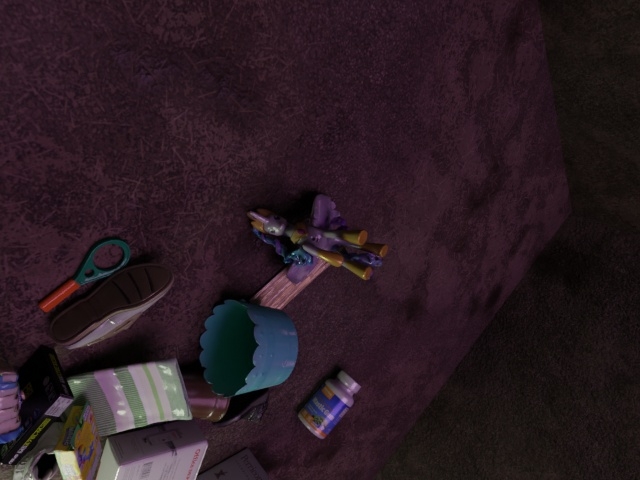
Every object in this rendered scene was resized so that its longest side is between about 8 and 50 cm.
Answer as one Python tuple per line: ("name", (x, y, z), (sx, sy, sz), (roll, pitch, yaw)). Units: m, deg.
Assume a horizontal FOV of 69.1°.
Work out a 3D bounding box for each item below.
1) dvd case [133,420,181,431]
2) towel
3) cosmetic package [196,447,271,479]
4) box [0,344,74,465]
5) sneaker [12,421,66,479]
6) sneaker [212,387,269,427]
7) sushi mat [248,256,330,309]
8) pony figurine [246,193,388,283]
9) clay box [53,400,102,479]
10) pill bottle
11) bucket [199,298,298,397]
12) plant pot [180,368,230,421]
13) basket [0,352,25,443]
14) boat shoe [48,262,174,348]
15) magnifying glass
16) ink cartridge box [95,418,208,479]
("dvd case", (-0.514, 0.608, 1.491), (0.164, 0.018, 0.222), (-16, 126, -36))
("towel", (-0.525, 0.427, 1.236), (0.324, 0.038, 0.248), (-8, 125, -7))
("cosmetic package", (-0.360, 1.081, 1.730), (0.393, 0.329, 0.328), (-17, 127, -37))
("box", (-0.662, 0.368, 1.054), (0.191, 0.184, 0.045), (-49, 142, -5))
("sneaker", (-0.720, 0.582, 1.181), (0.090, 0.115, 0.232), (28, 100, -27))
("sneaker", (-0.280, 0.626, 1.679), (0.227, 0.087, 0.131), (-25, 126, -37))
("sushi mat", (-0.096, 0.138, 1.572), (0.316, 0.019, 0.151), (-42, 137, -15))
("pony figurine", (0.000, 0.000, 1.359), (0.351, 0.363, 0.303), (25, 83, -62))
("clay box", (-0.613, 0.524, 1.179), (0.053, 0.127, 0.222), (2, 122, -7))
("pill bottle", (0.045, 0.693, 1.991), (0.272, 0.152, 0.152), (-48, 140, -8))
("bucket", (-0.214, 0.319, 1.395), (0.183, 0.281, 0.281), (13, 107, -46))
("plant pot", (-0.388, 0.468, 1.417), (0.165, 0.167, 0.167), (17, 105, -41))
("basket", (-0.730, 0.368, 0.935), (0.201, 0.254, 0.289), (19, 91, -51))
("boat shoe", (-0.494, 0.157, 1.137), (0.302, 0.113, 0.103), (-29, 159, -13))
("magnifying glass", (-0.551, 0.080, 1.088), (0.231, 0.026, 0.092), (-43, 139, -16))
("ink cartridge box", (-0.521, 0.692, 1.438), (0.282, 0.117, 0.207), (5, 114, -44))
